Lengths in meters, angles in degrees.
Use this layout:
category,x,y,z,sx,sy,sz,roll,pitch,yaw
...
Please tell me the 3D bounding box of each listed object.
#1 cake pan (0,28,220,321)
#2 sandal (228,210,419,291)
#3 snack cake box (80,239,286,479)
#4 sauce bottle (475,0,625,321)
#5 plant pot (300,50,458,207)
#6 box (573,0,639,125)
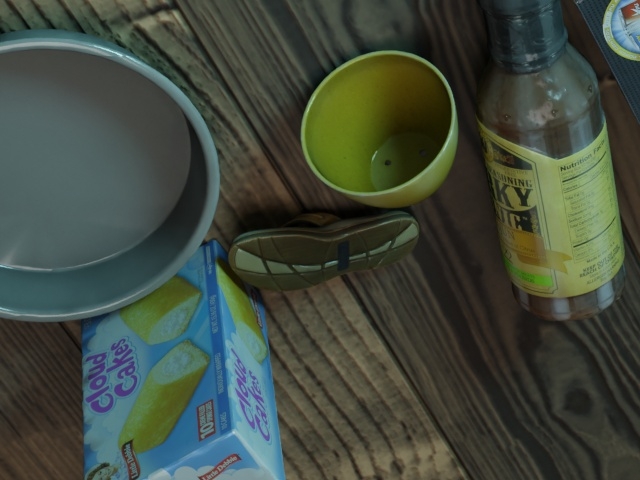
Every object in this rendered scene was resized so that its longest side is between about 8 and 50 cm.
category,x,y,z,sx,sy,sz,roll,pitch,yaw
cake pan,-0.234,-0.058,1.659,0.293,0.054,0.293,-4,127,-5
sandal,0.000,0.000,1.746,0.180,0.049,0.072,-11,135,-18
snack cake box,-0.124,0.137,1.690,0.152,0.264,0.089,-28,125,13
sauce bottle,0.191,-0.088,1.666,0.111,0.111,0.344,-14,126,2
plant pot,0.061,-0.080,1.653,0.134,0.134,0.095,-23,152,9
box,0.356,-0.171,1.655,0.216,0.060,0.270,-26,126,11
